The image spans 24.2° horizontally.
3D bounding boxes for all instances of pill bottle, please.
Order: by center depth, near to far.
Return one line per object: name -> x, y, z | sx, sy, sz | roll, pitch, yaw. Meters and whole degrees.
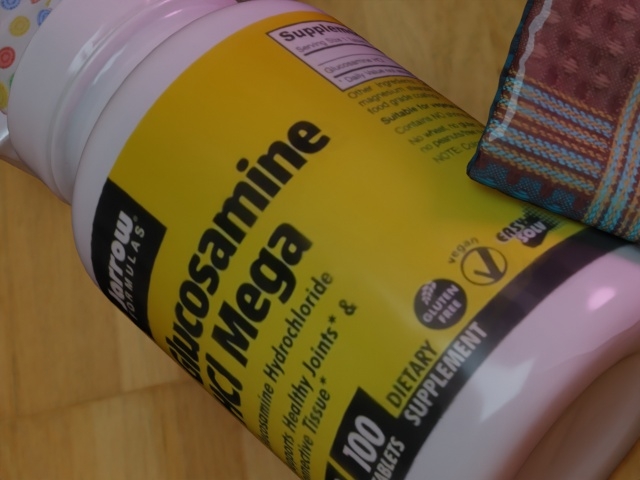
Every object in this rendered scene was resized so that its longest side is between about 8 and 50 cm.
pill bottle -> 0.000, 0.000, 0.741 | 0.334, 0.188, 0.188 | 39, 91, 27

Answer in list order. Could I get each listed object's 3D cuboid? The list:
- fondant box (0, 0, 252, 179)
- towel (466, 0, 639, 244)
fondant box -> -0.175, -0.226, 0.933 | 0.238, 0.096, 0.330 | -42, 63, 5
towel -> 0.278, -0.089, 0.635 | 0.370, 0.040, 0.271 | 19, 88, -3
